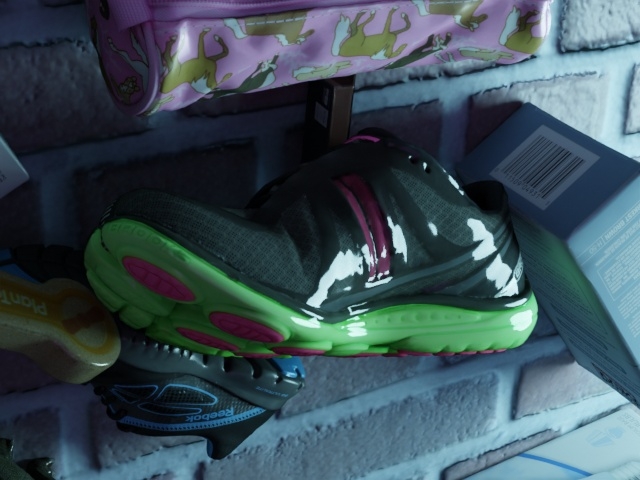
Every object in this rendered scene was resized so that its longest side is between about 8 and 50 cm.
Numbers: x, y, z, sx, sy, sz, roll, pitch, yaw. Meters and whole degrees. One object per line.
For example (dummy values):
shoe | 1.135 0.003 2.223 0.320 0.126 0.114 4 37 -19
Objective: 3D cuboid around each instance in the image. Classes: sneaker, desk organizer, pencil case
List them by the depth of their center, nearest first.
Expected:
pencil case | -0.001 -0.198 0.993 0.386 0.160 0.167 -11 145 -23
sneaker | 0.000 0.000 1.053 0.482 0.185 0.202 6 80 -46
sneaker | -0.171 0.115 1.106 0.340 0.125 0.140 27 111 -34
desk organizer | 0.016 -0.094 1.146 0.050 0.047 0.130 -10 121 -28

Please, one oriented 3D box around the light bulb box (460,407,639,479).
light bulb box | 0.324 0.429 1.424 0.361 0.358 0.225 -19 123 -22

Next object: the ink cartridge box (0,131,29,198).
ink cartridge box | -0.355 -0.056 0.922 0.208 0.087 0.153 -36 128 -8

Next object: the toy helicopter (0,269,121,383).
toy helicopter | -0.269 0.044 0.834 0.140 0.235 0.355 -38 144 22

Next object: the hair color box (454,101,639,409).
hair color box | 0.308 0.041 1.303 0.113 0.185 0.374 -42 129 -5

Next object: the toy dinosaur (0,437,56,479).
toy dinosaur | -0.258 0.273 1.121 0.121 0.160 0.314 -11 122 -26
